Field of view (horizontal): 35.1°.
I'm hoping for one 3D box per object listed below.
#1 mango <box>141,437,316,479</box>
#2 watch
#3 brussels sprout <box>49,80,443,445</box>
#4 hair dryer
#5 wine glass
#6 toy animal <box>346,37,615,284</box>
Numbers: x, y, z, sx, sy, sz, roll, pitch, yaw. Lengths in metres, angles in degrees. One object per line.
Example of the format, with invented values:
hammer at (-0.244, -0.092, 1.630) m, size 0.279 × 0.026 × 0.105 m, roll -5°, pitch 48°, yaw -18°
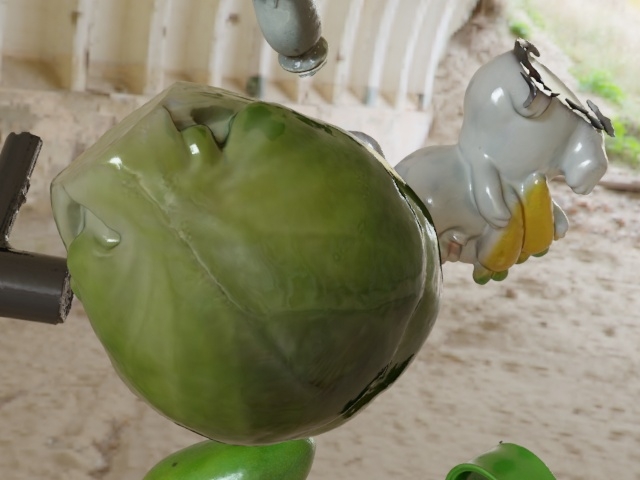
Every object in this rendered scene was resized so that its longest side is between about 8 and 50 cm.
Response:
mango at (-0.177, 0.460, 1.881) m, size 0.381 × 0.201 × 0.225 m, roll -27°, pitch -32°, yaw 6°
watch at (0.192, 0.311, 1.122) m, size 0.131 × 0.152 × 0.165 m, roll -20°, pitch -2°, yaw -31°
brussels sprout at (-0.062, 0.017, 0.869) m, size 0.354 × 0.289 × 0.281 m, roll 43°, pitch 6°, yaw -30°
hair dryer at (-0.390, -0.026, 1.249) m, size 0.197 × 0.251 × 0.089 m, roll 10°, pitch -24°, yaw -6°
wine glass at (-0.055, -0.390, 1.761) m, size 0.111 × 0.111 × 0.204 m, roll 9°, pitch -31°, yaw 25°
toy animal at (0.169, -0.085, 1.188) m, size 0.310 × 0.247 × 0.182 m, roll -42°, pitch -24°, yaw 27°
